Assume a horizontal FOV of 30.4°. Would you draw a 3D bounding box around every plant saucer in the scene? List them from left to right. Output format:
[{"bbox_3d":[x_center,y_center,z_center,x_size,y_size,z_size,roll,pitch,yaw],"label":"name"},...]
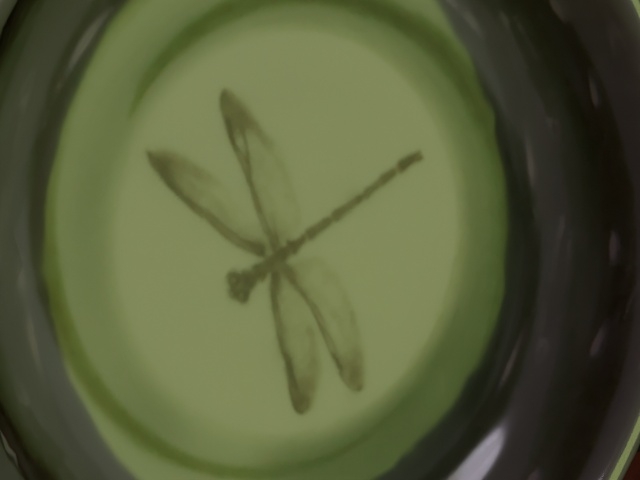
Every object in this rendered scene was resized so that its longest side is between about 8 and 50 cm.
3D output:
[{"bbox_3d":[0.000,0.000,0.532,0.400,0.100,0.401,-4,97,-33],"label":"plant saucer"}]

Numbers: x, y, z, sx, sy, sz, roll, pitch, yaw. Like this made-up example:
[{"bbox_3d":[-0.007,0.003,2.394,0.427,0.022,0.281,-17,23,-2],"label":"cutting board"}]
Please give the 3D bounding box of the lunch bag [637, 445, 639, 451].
[{"bbox_3d":[0.231,0.043,1.114,0.256,0.305,0.213,-23,128,-66],"label":"lunch bag"}]
